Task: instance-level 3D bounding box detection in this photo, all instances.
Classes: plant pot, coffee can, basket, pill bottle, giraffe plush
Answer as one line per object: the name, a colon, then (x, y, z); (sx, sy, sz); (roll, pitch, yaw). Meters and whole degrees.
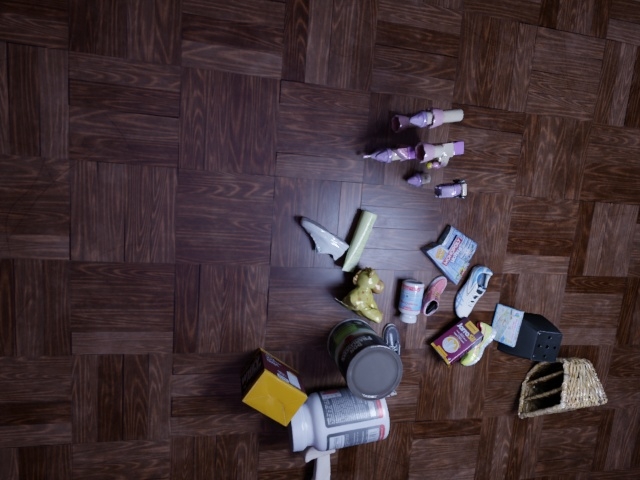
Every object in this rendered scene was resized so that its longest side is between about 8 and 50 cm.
plant pot: (0.904, 0.421, 1.725); (0.188, 0.167, 0.188); (10, 97, -15)
coffee can: (0.154, 0.429, 1.496); (0.201, 0.275, 0.202); (-2, 99, -13)
basket: (0.969, 0.606, 1.701); (0.223, 0.299, 0.214); (-2, 61, -12)
pill bottle: (0.358, 0.241, 1.611); (0.087, 0.087, 0.160); (5, 97, -14)
giraffe plush: (0.168, 0.190, 1.525); (0.210, 0.181, 0.171); (37, 77, -33)
pill bottle: (0.060, 0.677, 1.548); (0.362, 0.210, 0.210); (-5, 100, -12)

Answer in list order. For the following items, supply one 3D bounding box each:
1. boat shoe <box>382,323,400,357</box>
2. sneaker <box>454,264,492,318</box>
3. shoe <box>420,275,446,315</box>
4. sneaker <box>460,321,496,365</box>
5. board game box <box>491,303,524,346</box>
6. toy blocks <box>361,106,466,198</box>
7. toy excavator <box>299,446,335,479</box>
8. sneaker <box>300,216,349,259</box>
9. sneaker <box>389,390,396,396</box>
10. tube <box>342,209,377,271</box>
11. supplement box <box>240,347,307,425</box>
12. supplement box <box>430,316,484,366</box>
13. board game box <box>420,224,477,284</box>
boat shoe: (0.299, 0.441, 1.640); (0.075, 0.065, 0.206); (-7, 100, -12)
sneaker: (0.628, 0.216, 1.672); (0.085, 0.086, 0.237); (22, 95, -17)
shoe: (0.461, 0.226, 1.636); (0.063, 0.081, 0.178); (41, 88, -16)
sneaker: (0.648, 0.434, 1.720); (0.094, 0.081, 0.208); (38, 83, -8)
board game box: (0.788, 0.358, 1.722); (0.026, 0.103, 0.154); (6, 99, -44)
toy blocks: (0.316, -0.291, 1.418); (0.260, 0.288, 0.309); (-11, 103, -17)
toy excavator: (-0.075, 1.052, 1.602); (0.445, 0.222, 0.433); (-32, 104, -21)
sneaker: (0.000, 0.000, 1.502); (0.212, 0.080, 0.094); (34, 102, -17)
sneaker: (0.264, 0.547, 1.642); (0.083, 0.069, 0.186); (-7, 109, 4)
tube: (0.144, 0.006, 1.537); (0.070, 0.062, 0.240); (19, 94, -17)
supplement box: (-0.176, 0.527, 1.477); (0.191, 0.194, 0.129); (37, 89, -16)
supplement box: (0.560, 0.415, 1.660); (0.188, 0.104, 0.081); (-38, 148, -2)
board game box: (0.513, 0.045, 1.631); (0.194, 0.060, 0.194); (30, 91, -16)
